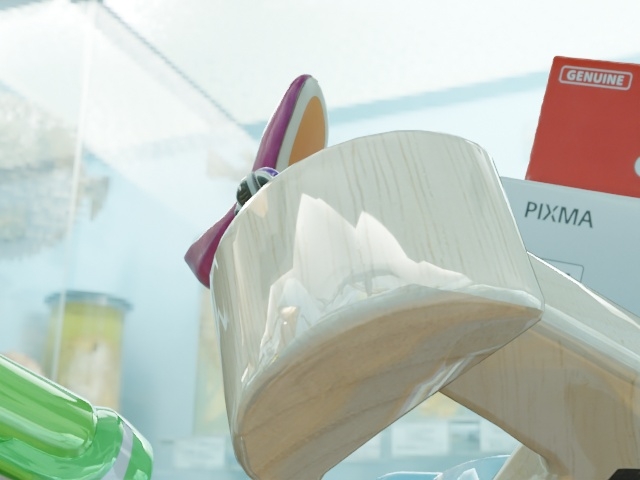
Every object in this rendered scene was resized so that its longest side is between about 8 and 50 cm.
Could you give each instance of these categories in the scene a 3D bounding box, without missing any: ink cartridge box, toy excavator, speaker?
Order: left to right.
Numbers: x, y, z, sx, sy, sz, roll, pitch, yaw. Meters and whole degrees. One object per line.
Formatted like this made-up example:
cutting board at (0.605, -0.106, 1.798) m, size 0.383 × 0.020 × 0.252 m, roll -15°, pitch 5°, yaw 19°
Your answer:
speaker at (-0.270, 0.126, 0.983) m, size 0.296 × 0.131 × 0.131 m, roll 32°, pitch -32°, yaw -21°
toy excavator at (0.122, 0.147, 0.662) m, size 0.433 × 0.222 × 0.445 m, roll 6°, pitch -46°, yaw -19°
ink cartridge box at (0.257, -0.016, 0.996) m, size 0.275 × 0.239 × 0.060 m, roll 11°, pitch -6°, yaw 30°

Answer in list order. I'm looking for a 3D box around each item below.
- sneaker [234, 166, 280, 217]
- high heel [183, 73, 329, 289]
sneaker at (0.000, 0.000, 1.100) m, size 0.068 × 0.071 × 0.170 m, roll -19°, pitch -55°, yaw 44°
high heel at (-0.067, -0.056, 1.314) m, size 0.117 × 0.244 × 0.082 m, roll 28°, pitch 33°, yaw 29°
